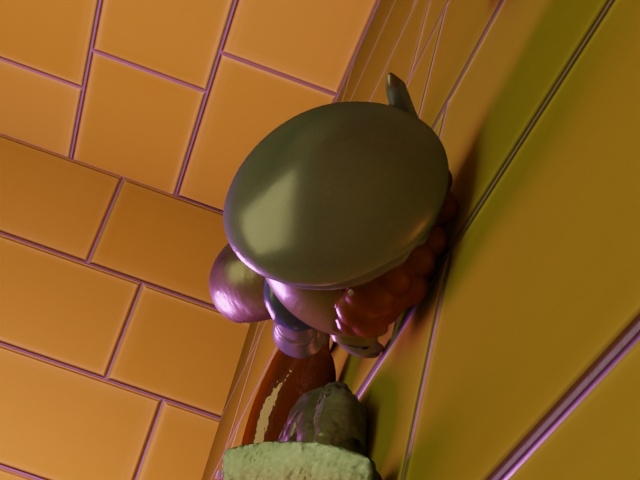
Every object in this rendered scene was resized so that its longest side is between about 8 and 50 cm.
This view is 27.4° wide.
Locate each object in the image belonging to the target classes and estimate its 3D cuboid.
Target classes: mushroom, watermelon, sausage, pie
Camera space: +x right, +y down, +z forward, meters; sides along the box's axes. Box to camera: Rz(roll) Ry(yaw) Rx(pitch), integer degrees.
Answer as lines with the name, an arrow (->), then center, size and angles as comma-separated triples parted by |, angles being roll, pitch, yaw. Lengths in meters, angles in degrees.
mushroom -> -0.038, 0.069, 1.725 | 0.204, 0.204, 0.204 | -160, 90, -85
watermelon -> -0.015, 0.288, 1.061 | 0.154, 0.094, 0.241 | -13, 56, 38
sausage -> -0.043, 0.223, 1.546 | 0.098, 0.098, 0.238 | 129, 159, -76
pie -> -0.028, 0.274, 1.301 | 0.306, 0.071, 0.306 | -162, 90, -86

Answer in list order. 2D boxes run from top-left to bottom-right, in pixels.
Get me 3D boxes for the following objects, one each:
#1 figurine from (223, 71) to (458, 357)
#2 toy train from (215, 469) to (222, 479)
figurine -> -0.005, 0.029, 1.282 | 0.382, 0.205, 0.225 | 111, 170, -52
toy train -> -0.109, 0.361, 1.785 | 0.204, 0.082, 0.131 | 119, 167, -67
